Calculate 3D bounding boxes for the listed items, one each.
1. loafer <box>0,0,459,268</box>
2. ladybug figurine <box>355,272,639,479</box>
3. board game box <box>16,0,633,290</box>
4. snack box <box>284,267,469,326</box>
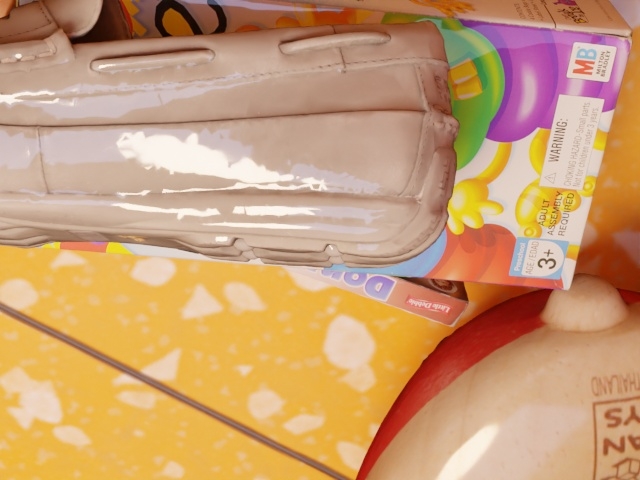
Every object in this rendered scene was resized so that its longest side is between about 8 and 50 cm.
[{"bbox_3d":[-0.103,-0.054,0.503,0.319,0.112,0.112,4,82,-4],"label":"loafer"},{"bbox_3d":[0.142,0.199,0.759,0.305,0.162,0.449,-8,123,-14],"label":"ladybug figurine"},{"bbox_3d":[-0.005,-0.078,0.625,0.275,0.144,0.142,5,119,-5],"label":"board game box"},{"bbox_3d":[0.000,0.000,0.713,0.178,0.064,0.022,20,115,-13],"label":"snack box"}]
